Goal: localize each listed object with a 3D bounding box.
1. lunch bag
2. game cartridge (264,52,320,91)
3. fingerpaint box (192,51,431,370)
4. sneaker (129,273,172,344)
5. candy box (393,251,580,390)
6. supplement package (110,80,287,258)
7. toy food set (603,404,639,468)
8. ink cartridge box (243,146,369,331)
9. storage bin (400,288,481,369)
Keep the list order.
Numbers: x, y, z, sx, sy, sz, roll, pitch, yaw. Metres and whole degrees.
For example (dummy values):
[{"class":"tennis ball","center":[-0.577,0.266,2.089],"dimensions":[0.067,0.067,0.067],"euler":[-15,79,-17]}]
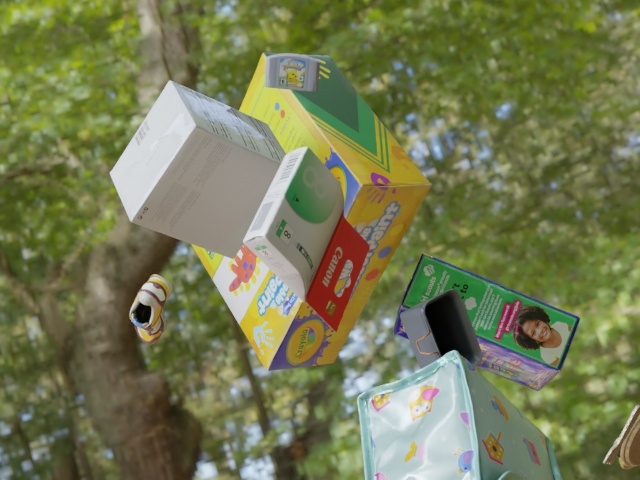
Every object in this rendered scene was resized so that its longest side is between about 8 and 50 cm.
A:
[{"class":"lunch bag","center":[0.158,0.277,1.254],"dimensions":[0.160,0.262,0.223],"euler":[-30,-49,20]},{"class":"game cartridge","center":[-0.043,-0.260,1.947],"dimensions":[0.083,0.056,0.017],"euler":[4,21,0]},{"class":"fingerpaint box","center":[-0.036,-0.051,2.282],"dimensions":[0.163,0.371,0.444],"euler":[-3,-46,-36]},{"class":"sneaker","center":[-0.339,0.149,2.435],"dimensions":[0.084,0.070,0.185],"euler":[-53,-16,-44]},{"class":"candy box","center":[0.309,0.162,2.426],"dimensions":[0.317,0.122,0.268],"euler":[21,-14,5]},{"class":"supplement package","center":[-0.189,-0.112,2.024],"dimensions":[0.203,0.149,0.194],"euler":[22,-65,-36]},{"class":"toy food set","center":[0.544,0.331,2.151],"dimensions":[0.192,0.038,0.132],"euler":[20,-80,-47]},{"class":"ink cartridge box","center":[0.000,0.000,1.894],"dimensions":[0.056,0.181,0.224],"euler":[-16,-50,43]},{"class":"storage bin","center":[0.189,0.160,2.101],"dimensions":[0.098,0.135,0.091],"euler":[-26,6,-33]}]
